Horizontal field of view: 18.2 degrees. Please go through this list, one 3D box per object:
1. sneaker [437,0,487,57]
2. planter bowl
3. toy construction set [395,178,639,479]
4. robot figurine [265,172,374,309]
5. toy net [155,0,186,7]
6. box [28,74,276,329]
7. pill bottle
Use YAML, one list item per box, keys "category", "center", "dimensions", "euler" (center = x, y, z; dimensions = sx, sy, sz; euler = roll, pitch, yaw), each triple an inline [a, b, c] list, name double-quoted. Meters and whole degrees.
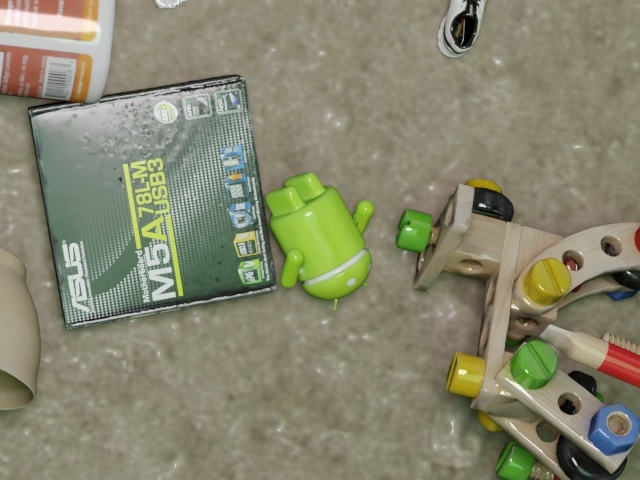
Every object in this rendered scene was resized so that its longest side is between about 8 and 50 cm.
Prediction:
- category: "sneaker"
  center: [0.130, -0.210, 1.712]
  dimensions: [0.040, 0.044, 0.109]
  euler: [10, 94, -10]
- category: "planter bowl"
  center: [-0.298, 0.061, 1.625]
  dimensions: [0.162, 0.162, 0.109]
  euler: [17, 67, -12]
- category: "toy construction set"
  center: [0.172, 0.064, 1.640]
  dimensions: [0.237, 0.309, 0.257]
  euler: [22, 85, -8]
- category: "robot figurine"
  center: [0.000, 0.000, 1.704]
  dimensions: [0.101, 0.067, 0.115]
  euler: [-36, 103, -35]
- category: "toy net"
  center: [-0.143, -0.308, 1.646]
  dimensions: [0.122, 0.045, 0.232]
  euler: [-3, 98, -10]
- category: "box"
  center: [-0.142, -0.034, 1.685]
  dimensions: [0.184, 0.045, 0.191]
  euler: [-9, 99, -11]
- category: "pill bottle"
  center: [-0.277, -0.180, 1.600]
  dimensions: [0.216, 0.121, 0.121]
  euler: [6, 97, -11]
